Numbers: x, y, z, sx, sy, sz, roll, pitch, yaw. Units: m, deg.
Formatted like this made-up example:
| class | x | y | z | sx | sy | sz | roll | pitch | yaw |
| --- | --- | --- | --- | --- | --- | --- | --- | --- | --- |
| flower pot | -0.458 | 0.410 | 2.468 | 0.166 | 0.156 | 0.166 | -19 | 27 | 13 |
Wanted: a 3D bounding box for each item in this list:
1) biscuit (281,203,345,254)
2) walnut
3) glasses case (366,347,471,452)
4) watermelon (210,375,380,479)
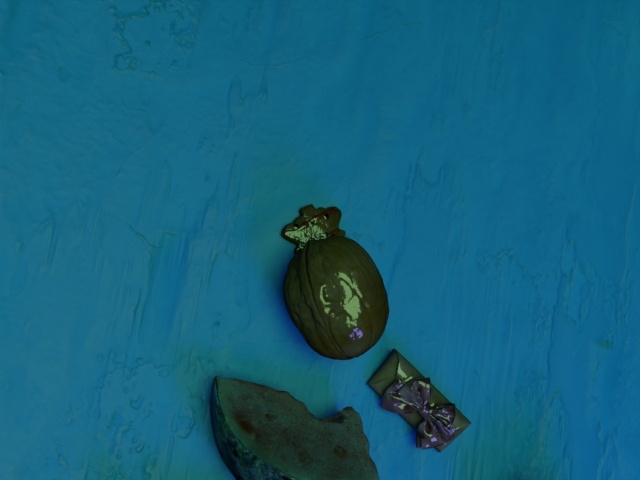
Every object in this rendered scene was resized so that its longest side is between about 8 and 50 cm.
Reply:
| class | x | y | z | sx | sy | sz | roll | pitch | yaw |
| --- | --- | --- | --- | --- | --- | --- | --- | --- | --- |
| biscuit | 0.000 | 0.000 | 1.632 | 0.119 | 0.019 | 0.130 | -25 | 92 | -20 |
| walnut | 0.025 | 0.093 | 1.551 | 0.167 | 0.167 | 0.207 | -23 | 91 | -21 |
| glasses case | 0.168 | 0.288 | 1.629 | 0.193 | 0.070 | 0.102 | 45 | 73 | -9 |
| watermelon | -0.046 | 0.333 | 1.523 | 0.318 | 0.148 | 0.226 | 33 | 40 | 11 |
